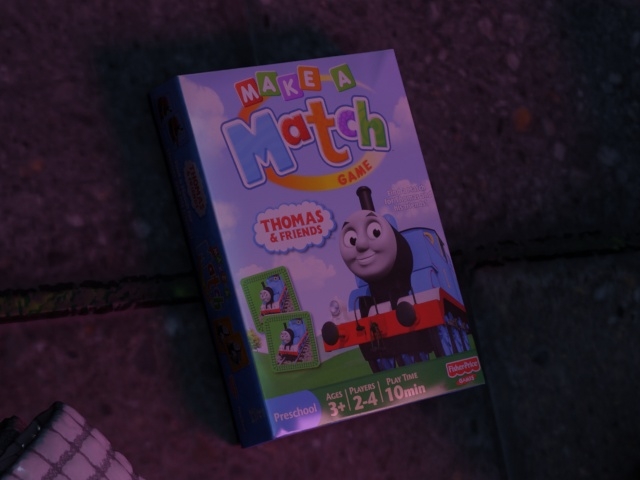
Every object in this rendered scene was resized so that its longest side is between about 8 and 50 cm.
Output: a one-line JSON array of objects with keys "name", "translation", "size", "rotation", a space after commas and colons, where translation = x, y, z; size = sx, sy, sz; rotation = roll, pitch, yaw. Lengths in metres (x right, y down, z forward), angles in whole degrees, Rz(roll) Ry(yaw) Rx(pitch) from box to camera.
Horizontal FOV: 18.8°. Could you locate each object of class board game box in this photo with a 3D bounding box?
[{"name": "board game box", "translation": [0.000, 0.000, 1.126], "size": [0.160, 0.039, 0.211], "rotation": [-11, 82, -36]}]

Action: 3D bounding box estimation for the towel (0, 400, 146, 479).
[{"name": "towel", "translation": [-0.148, 0.251, 0.905], "size": [0.235, 0.121, 0.284], "rotation": [51, 53, -14]}]
